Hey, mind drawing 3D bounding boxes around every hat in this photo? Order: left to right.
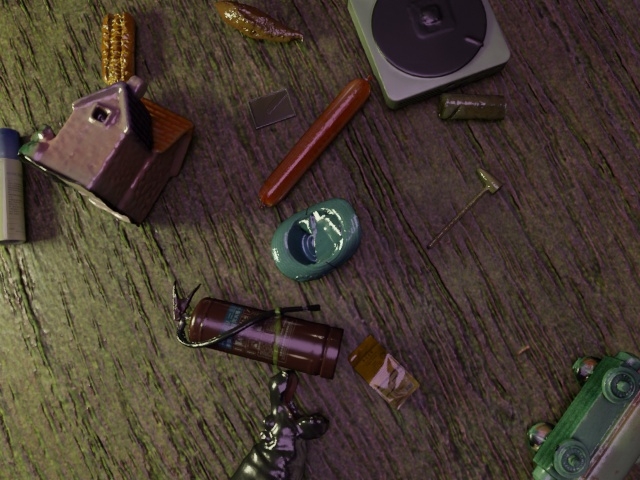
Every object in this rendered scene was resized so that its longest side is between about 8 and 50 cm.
[{"bbox_3d":[0.000,0.000,1.075,0.190,0.078,0.138,-27,72,17],"label":"hat"}]

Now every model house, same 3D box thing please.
[{"bbox_3d":[-0.395,-0.190,1.044,0.202,0.237,0.238,28,79,13],"label":"model house"}]

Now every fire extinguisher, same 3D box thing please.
[{"bbox_3d":[-0.128,0.160,1.043,0.341,0.105,0.142,14,65,4],"label":"fire extinguisher"}]

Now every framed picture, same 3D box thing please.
[{"bbox_3d":[-0.101,-0.274,1.151,0.089,0.007,0.066,-20,81,-1],"label":"framed picture"}]

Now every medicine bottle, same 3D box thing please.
[{"bbox_3d":[-0.634,-0.109,1.125,0.059,0.059,0.231,-8,81,1],"label":"medicine bottle"}]

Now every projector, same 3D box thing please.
[{"bbox_3d":[0.213,-0.422,1.122,0.257,0.079,0.259,-20,81,0],"label":"projector"}]

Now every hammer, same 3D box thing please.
[{"bbox_3d":[0.271,-0.061,1.095,0.195,0.028,0.060,-45,77,-3],"label":"hammer"}]

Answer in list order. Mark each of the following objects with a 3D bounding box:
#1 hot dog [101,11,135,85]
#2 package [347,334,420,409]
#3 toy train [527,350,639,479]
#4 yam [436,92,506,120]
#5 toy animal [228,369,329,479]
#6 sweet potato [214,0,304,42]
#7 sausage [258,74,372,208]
[{"bbox_3d":[-0.424,-0.398,1.165,0.071,0.045,0.165,-2,81,0],"label":"hot dog"},{"bbox_3d":[0.117,0.247,1.044,0.071,0.047,0.131,-44,84,-1],"label":"package"},{"bbox_3d":[0.502,0.340,0.990,0.177,0.116,0.285,38,84,-5],"label":"toy train"},{"bbox_3d":[0.303,-0.266,1.108,0.132,0.054,0.054,2,82,1],"label":"yam"},{"bbox_3d":[-0.083,0.417,1.002,0.168,0.106,0.343,26,77,13],"label":"toy animal"},{"bbox_3d":[-0.130,-0.448,1.151,0.205,0.068,0.060,20,107,0],"label":"sweet potato"},{"bbox_3d":[-0.010,-0.199,1.112,0.053,0.053,0.348,39,85,7],"label":"sausage"}]
